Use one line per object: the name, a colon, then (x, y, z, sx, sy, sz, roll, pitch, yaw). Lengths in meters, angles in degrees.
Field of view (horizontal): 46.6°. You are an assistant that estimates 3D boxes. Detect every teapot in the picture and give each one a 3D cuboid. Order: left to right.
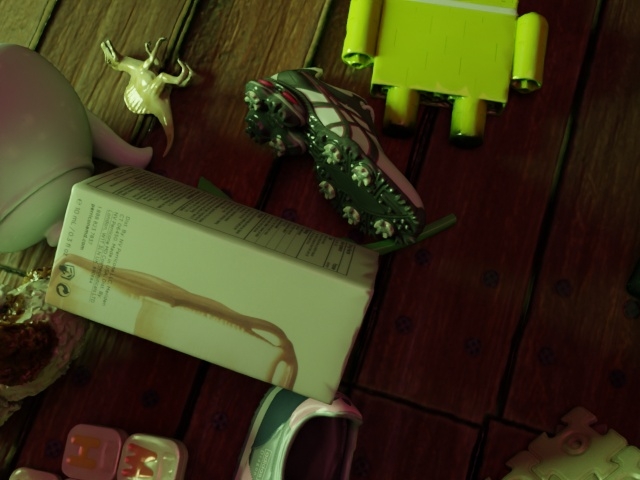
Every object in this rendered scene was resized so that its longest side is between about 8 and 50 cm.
teapot: (-0.338, -0.066, 0.786, 0.256, 0.252, 0.187, -41, 91, 2)

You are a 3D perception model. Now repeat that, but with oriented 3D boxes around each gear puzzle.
gear puzzle: (0.193, 0.317, 0.737, 0.339, 0.175, 0.044, -35, 118, -8)

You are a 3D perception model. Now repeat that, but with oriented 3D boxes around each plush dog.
plush dog: (-0.343, 0.124, 0.762, 0.225, 0.262, 0.211, -29, 111, 3)

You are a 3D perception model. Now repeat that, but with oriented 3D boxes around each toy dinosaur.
toy dinosaur: (-0.198, -0.186, 0.914, 0.092, 0.053, 0.183, -38, 71, 7)

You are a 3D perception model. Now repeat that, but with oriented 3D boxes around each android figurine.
android figurine: (0.156, -0.253, 0.921, 0.248, 0.056, 0.273, 10, 78, 3)

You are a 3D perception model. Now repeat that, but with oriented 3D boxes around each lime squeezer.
lime squeezer: (0.000, 0.000, 0.867, 0.310, 0.059, 0.110, 8, 46, 3)

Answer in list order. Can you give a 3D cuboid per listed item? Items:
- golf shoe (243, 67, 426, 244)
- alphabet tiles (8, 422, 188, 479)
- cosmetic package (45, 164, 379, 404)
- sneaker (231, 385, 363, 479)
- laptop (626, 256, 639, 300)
golf shoe: (0.033, -0.112, 0.846, 0.120, 0.105, 0.273, -35, 67, -29)
alphabet tiles: (-0.223, 0.335, 0.745, 0.277, 0.021, 0.284, 5, 76, 21)
cosmetic package: (-0.100, 0.037, 0.756, 0.296, 0.153, 0.129, 19, 104, 3)
sneaker: (-0.040, 0.295, 0.732, 0.112, 0.131, 0.319, 18, 77, -24)
laptop: (0.593, -0.018, 0.709, 0.236, 0.408, 0.382, 12, 106, -30)
